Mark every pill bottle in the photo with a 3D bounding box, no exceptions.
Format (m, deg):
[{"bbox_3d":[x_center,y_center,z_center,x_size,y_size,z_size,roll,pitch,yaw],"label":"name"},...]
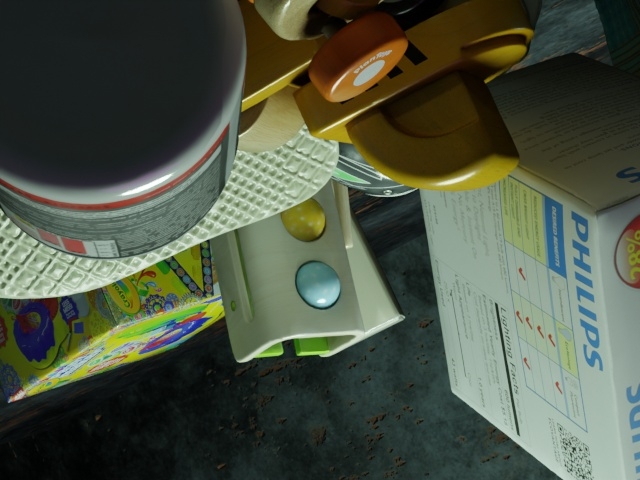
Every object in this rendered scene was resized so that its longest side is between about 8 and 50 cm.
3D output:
[{"bbox_3d":[-0.164,-0.098,1.296,0.210,0.210,0.363,-23,172,-8],"label":"pill bottle"}]

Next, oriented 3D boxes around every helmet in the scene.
[{"bbox_3d":[0.054,-0.130,1.873,0.169,0.169,0.161,-23,-166,-7],"label":"helmet"}]

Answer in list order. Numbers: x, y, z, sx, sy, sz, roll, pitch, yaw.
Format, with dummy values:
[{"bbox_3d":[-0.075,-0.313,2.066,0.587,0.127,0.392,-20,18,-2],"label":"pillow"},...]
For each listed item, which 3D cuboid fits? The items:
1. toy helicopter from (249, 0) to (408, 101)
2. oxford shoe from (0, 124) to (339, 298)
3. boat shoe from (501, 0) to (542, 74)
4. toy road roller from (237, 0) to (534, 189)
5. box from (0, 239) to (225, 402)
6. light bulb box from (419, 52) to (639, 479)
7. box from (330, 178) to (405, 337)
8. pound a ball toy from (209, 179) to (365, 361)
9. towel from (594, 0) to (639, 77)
[{"bbox_3d":[0.099,-0.277,1.352,0.355,0.140,0.235,-33,166,-14],"label":"toy helicopter"},{"bbox_3d":[-0.201,-0.060,1.749,0.449,0.130,0.169,-19,135,-20],"label":"oxford shoe"},{"bbox_3d":[0.172,-0.231,1.861,0.103,0.113,0.302,-31,180,-20],"label":"boat shoe"},{"bbox_3d":[0.038,-0.131,1.572,0.329,0.241,0.202,-27,172,16],"label":"toy road roller"},{"bbox_3d":[-0.243,0.042,2.134,0.279,0.177,0.290,-16,169,-41],"label":"box"},{"bbox_3d":[0.285,0.038,1.740,0.225,0.358,0.361,-20,-154,-19],"label":"light bulb box"},{"bbox_3d":[0.000,0.000,2.213,0.113,0.275,0.094,-25,174,5],"label":"box"},{"bbox_3d":[-0.012,-0.033,1.986,0.208,0.319,0.136,-1,160,-32],"label":"pound a ball toy"},{"bbox_3d":[0.363,-0.182,1.770,0.040,0.370,0.271,-14,170,-13],"label":"towel"}]
